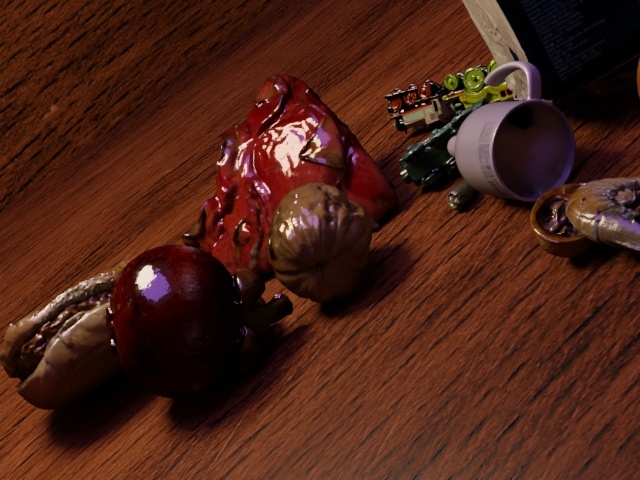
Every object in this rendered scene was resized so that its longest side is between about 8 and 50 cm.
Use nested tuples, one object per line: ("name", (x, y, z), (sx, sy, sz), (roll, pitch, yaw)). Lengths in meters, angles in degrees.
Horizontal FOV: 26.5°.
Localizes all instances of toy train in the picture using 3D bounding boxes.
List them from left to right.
("toy train", (0.196, -0.145, 2.059), (0.170, 0.071, 0.111), (-35, 4, 17))
("toy train", (0.215, -0.236, 2.229), (0.250, 0.085, 0.053), (-15, 1, 35))

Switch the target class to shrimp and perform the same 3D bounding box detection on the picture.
("shrimp", (0.384, -0.033, 1.563), (0.150, 0.051, 0.217), (-26, 32, -22))

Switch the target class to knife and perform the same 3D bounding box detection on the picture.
("knife", (0.503, -0.269, 1.920), (0.278, 0.053, 0.123), (-30, 2, 14))

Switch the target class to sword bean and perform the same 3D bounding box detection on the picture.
("sword bean", (0.262, -0.132, 1.998), (0.269, 0.038, 0.043), (-47, 0, -32))

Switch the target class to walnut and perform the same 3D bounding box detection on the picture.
("walnut", (0.000, 0.000, 1.914), (0.155, 0.155, 0.184), (-29, 24, 11))
("walnut", (0.303, -0.017, 1.652), (0.091, 0.052, 0.121), (15, 43, 24))

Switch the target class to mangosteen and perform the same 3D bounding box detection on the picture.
("mangosteen", (-0.166, 0.109, 1.884), (0.258, 0.215, 0.215), (-5, 16, -13))

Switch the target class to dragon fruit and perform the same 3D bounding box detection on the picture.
("dragon fruit", (-0.080, -0.086, 2.126), (0.329, 0.228, 0.286), (-32, 22, -2))

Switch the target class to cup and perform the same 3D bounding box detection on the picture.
("cup", (0.245, -0.142, 1.852), (0.134, 0.173, 0.142), (-29, 17, -20))

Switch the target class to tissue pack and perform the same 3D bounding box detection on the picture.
("tissue pack", (0.413, -0.399, 1.941), (0.417, 0.264, 0.253), (-33, 12, -1))

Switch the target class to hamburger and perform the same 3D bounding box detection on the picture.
("hamburger", (-0.341, 0.145, 2.061), (0.283, 0.144, 0.259), (-38, -9, -13))

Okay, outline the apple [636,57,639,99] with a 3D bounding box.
("apple", (0.481, -0.189, 1.596), (0.211, 0.188, 0.211), (-30, 17, 11))
